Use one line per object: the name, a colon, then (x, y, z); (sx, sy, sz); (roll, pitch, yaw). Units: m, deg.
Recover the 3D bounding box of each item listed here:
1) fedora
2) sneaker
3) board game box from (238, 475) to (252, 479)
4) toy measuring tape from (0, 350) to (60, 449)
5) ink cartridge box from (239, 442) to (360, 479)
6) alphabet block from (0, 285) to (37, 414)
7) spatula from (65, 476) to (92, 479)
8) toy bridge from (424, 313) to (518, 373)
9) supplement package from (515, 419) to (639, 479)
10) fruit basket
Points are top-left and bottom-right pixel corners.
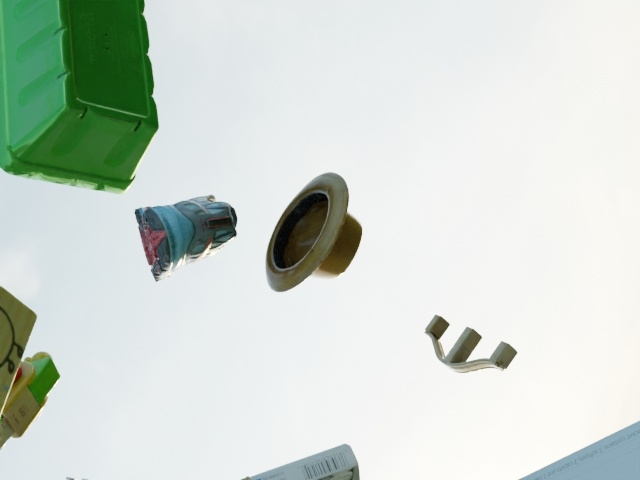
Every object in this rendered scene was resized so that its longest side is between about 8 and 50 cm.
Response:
fedora: (0.000, 0.000, 1.318); (0.079, 0.194, 0.194); (28, -110, -25)
sneaker: (-0.170, -0.006, 1.267); (0.125, 0.262, 0.104); (-15, -84, -15)
board game box: (-0.080, 0.392, 1.134); (0.048, 0.170, 0.141); (-13, -39, -41)
toy measuring tape: (-0.543, 0.294, 1.575); (0.330, 0.121, 0.121); (-63, -29, -53)
ink cartridge box: (-0.043, 0.382, 1.315); (0.206, 0.045, 0.208); (-18, -44, -11)
alphabet block: (-0.580, 0.161, 1.442); (0.192, 0.193, 0.197); (51, -144, -42)
spatula: (-0.424, 0.497, 1.913); (0.242, 0.168, 0.019); (99, -175, -75)
toy bridge: (0.198, 0.151, 1.327); (0.026, 0.188, 0.063); (41, -99, -24)
supplement package: (0.373, 0.270, 1.005); (0.204, 0.262, 0.145); (2, -122, -39)
fruit basket: (-0.437, -0.245, 1.635); (0.283, 0.392, 0.392); (10, -90, -41)
